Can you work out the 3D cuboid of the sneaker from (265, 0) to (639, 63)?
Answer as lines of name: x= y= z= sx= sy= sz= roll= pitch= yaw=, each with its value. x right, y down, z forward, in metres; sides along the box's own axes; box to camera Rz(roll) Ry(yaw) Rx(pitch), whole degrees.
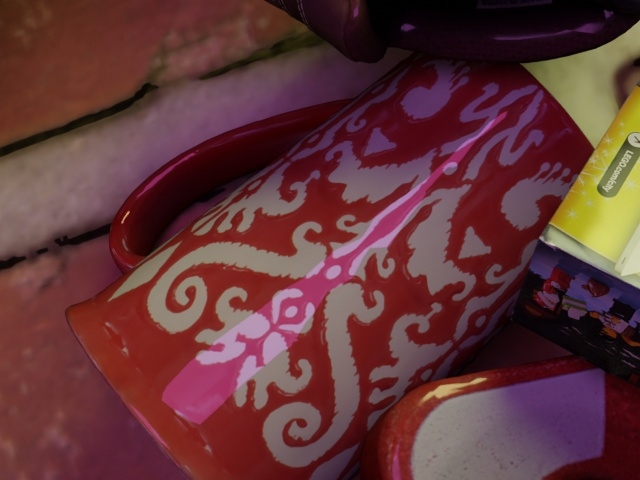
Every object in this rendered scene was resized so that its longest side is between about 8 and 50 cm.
sneaker: x=0.100 y=-0.139 z=0.441 sx=0.281 sy=0.106 sz=0.162 roll=-34 pitch=46 yaw=-6

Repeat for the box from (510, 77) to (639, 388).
box: x=0.183 y=-0.030 z=0.416 sx=0.159 sy=0.044 sz=0.233 roll=29 pitch=57 yaw=14

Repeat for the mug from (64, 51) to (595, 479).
mug: x=0.000 y=-0.001 z=0.466 sx=0.169 sy=0.113 sz=0.150 roll=-41 pitch=75 yaw=-3

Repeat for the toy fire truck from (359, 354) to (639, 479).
toy fire truck: x=0.130 y=0.180 z=0.391 sx=0.254 sy=0.169 sz=0.302 roll=-8 pitch=74 yaw=-17
